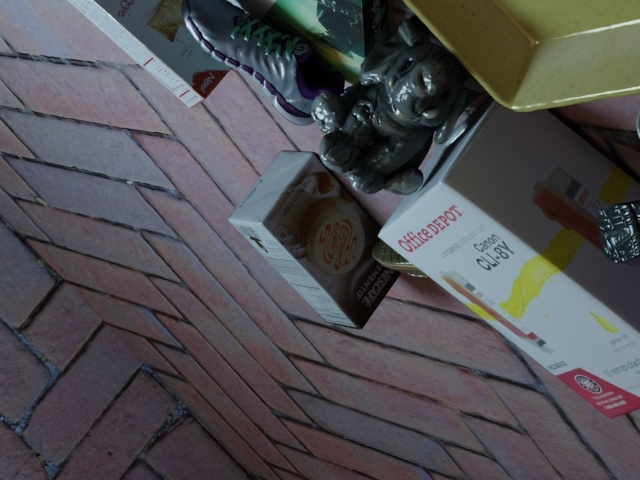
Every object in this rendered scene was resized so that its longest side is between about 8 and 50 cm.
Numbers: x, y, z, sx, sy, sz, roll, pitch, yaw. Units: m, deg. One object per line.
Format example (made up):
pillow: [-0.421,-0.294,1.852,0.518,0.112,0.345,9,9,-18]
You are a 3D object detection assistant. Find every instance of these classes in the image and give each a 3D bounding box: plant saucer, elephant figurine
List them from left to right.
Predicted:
elephant figurine: [0.113,-0.167,1.911,0.169,0.186,0.239,11,141,-30]
plant saucer: [0.191,-0.276,1.609,0.333,0.081,0.333,44,160,-20]

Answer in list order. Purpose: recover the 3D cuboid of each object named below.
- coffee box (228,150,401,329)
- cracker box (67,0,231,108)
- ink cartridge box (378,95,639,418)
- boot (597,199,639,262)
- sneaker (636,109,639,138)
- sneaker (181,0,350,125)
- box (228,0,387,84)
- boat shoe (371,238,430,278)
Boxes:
coffee box: [0.000,0.000,2.492,0.246,0.141,0.098,47,159,-28]
cracker box: [-0.195,-0.302,2.110,0.232,0.155,0.067,41,160,-13]
ink cartridge box: [0.289,0.022,2.000,0.385,0.160,0.279,38,161,-3]
boot: [0.409,-0.028,1.713,0.246,0.161,0.083,-179,77,-67]
sneaker: [0.423,-0.097,1.621,0.226,0.086,0.163,9,176,12]
sneaker: [-0.061,-0.238,2.012,0.224,0.083,0.098,39,141,-18]
box: [-0.032,-0.321,1.930,0.232,0.058,0.322,31,162,17]
boat shoe: [0.145,0.030,2.419,0.178,0.064,0.060,9,144,50]
